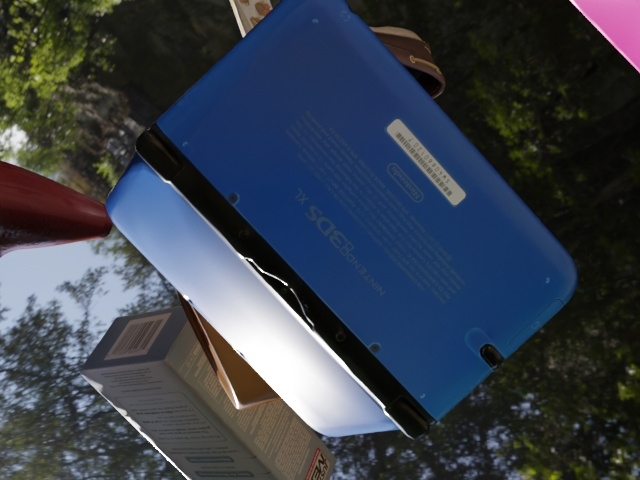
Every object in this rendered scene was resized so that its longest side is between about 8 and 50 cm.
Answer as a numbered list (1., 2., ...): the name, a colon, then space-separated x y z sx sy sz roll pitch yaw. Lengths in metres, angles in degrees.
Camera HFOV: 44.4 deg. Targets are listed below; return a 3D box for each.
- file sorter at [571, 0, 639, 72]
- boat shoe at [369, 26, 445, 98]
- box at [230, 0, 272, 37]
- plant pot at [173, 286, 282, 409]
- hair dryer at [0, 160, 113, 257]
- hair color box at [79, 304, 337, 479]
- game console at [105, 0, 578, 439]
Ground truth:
1. file sorter: 0.367 -0.292 0.731 0.290 0.202 0.182 37 -105 -19
2. boat shoe: 0.041 -0.242 1.116 0.324 0.117 0.097 -7 -130 -36
3. box: -0.146 -0.482 1.389 0.063 0.067 0.324 -20 -85 -7
4. plant pot: -0.052 0.062 0.927 0.203 0.291 0.291 -25 -90 -14
5. hair dryer: -0.320 0.025 0.702 0.293 0.224 0.080 -32 -128 -29
6. hair color box: -0.156 0.266 1.174 0.374 0.185 0.114 55 -139 -28
7. game console: 0.000 0.000 0.620 0.250 0.173 0.293 -43 -83 1
